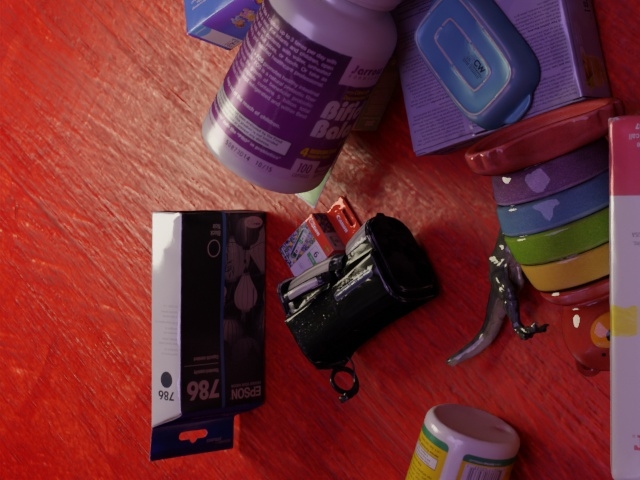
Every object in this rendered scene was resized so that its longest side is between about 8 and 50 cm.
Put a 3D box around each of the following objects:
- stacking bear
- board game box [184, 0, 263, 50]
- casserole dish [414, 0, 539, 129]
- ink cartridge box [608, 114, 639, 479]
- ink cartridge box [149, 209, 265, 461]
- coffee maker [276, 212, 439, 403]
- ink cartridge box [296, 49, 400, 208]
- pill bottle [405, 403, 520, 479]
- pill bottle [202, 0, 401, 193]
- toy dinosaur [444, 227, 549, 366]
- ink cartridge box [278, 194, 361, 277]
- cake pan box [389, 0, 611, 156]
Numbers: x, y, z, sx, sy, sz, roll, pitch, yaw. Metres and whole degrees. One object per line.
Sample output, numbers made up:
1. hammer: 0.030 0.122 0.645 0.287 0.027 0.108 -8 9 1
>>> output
1. stacking bear: 0.286 0.006 1.848 0.175 0.164 0.289 -21 98 3
2. board game box: -0.042 -0.426 2.152 0.347 0.078 0.233 -28 59 39
3. casserole dish: 0.173 -0.213 1.946 0.114 0.037 0.188 -49 62 32
4. ink cartridge box: 0.448 0.063 1.709 0.279 0.160 0.384 1 92 37
5. ink cartridge box: -0.148 0.125 2.244 0.065 0.165 0.332 4 95 40
6. coffee maker: 0.058 0.080 2.109 0.178 0.120 0.171 -36 92 38
7. ink cartridge box: 0.000 -0.183 2.174 0.171 0.056 0.235 40 118 34
8. pill bottle: 0.154 0.310 2.015 0.117 0.117 0.208 28 110 37
9. pill bottle: -0.011 -0.218 2.031 0.169 0.169 0.301 46 122 30
10. toy dinosaur: 0.231 0.051 1.979 0.118 0.064 0.268 34 116 43
11. ink cartridge box: 0.000 0.000 2.197 0.115 0.029 0.063 -47 62 33
12. cake pan box: 0.196 -0.245 1.992 0.267 0.070 0.245 -19 77 40
